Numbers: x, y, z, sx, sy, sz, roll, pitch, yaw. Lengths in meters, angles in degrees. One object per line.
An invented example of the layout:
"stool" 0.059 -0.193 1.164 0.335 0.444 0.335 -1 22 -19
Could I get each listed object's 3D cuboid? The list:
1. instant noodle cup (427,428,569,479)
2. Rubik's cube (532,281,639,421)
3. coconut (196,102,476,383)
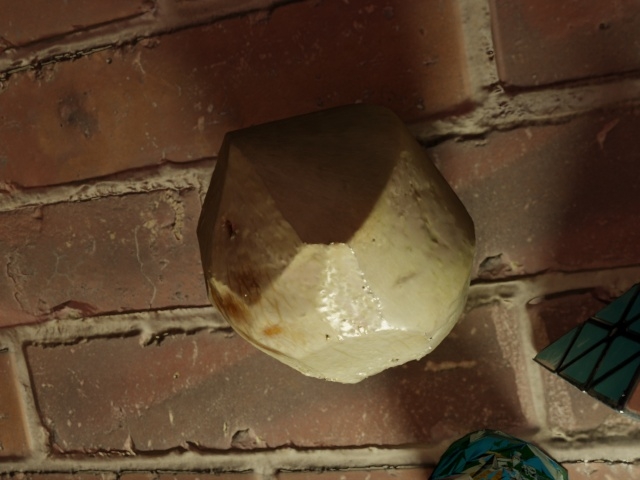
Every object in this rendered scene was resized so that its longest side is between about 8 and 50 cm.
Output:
"instant noodle cup" 0.234 0.416 1.612 0.240 0.178 0.240 5 102 26
"Rubik's cube" 0.440 0.165 1.471 0.228 0.228 0.233 -9 141 -7
"coconut" 0.000 0.000 1.523 0.415 0.345 0.415 1 127 1
